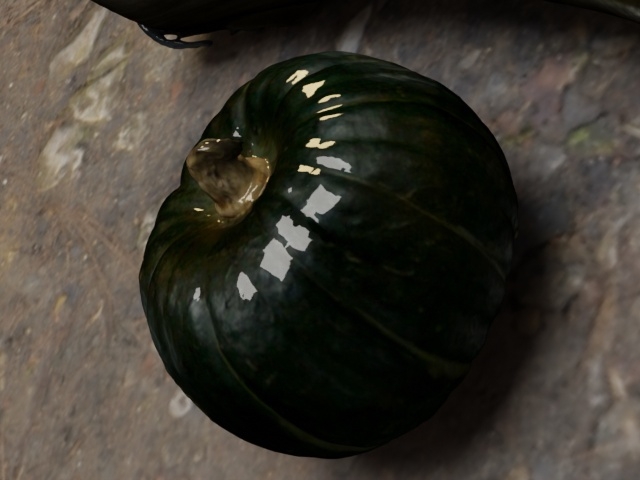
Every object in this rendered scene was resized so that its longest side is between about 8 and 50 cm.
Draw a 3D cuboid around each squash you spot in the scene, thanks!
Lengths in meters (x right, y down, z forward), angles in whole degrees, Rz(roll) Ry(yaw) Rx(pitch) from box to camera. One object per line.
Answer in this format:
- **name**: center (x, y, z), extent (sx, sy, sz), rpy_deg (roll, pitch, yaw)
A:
- **squash**: center (0.003, 0.003, 0.660), extent (0.218, 0.172, 0.218), rpy_deg (-159, 90, -80)

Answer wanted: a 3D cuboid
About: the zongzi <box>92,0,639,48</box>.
- **zongzi**: center (0.006, -0.180, 0.781), extent (0.403, 0.208, 0.432), rpy_deg (-37, 56, 31)
